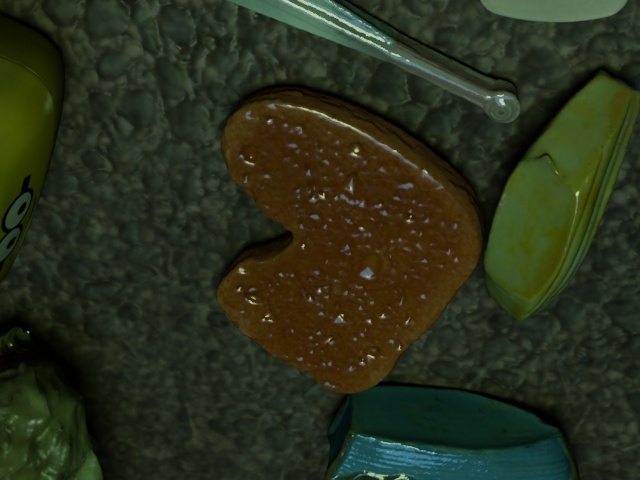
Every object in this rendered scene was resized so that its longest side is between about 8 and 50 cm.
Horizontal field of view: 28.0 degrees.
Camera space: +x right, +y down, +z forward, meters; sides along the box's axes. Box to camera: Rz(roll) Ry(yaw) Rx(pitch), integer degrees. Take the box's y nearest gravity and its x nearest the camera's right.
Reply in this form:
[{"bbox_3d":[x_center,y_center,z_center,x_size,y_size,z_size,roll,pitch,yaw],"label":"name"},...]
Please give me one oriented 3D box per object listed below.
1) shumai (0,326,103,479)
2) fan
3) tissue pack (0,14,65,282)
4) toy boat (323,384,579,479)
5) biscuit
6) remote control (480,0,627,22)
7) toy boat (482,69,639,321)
[{"bbox_3d":[-0.242,0.203,0.900,0.256,0.189,0.218,-29,117,28],"label":"shumai"},{"bbox_3d":[-0.005,-0.139,0.741,0.282,0.023,0.057,22,115,-11],"label":"fan"},{"bbox_3d":[-0.227,-0.043,0.762,0.123,0.127,0.178,22,123,-8],"label":"tissue pack"},{"bbox_3d":[0.095,0.156,0.907,0.185,0.075,0.077,6,123,-4],"label":"toy boat"},{"bbox_3d":[0.000,0.000,0.829,0.186,0.036,0.192,28,123,-12],"label":"biscuit"},{"bbox_3d":[0.131,-0.205,0.679,0.087,0.029,0.190,3,126,3],"label":"remote control"},{"bbox_3d":[0.145,-0.022,0.788,0.065,0.066,0.172,35,127,22],"label":"toy boat"}]
